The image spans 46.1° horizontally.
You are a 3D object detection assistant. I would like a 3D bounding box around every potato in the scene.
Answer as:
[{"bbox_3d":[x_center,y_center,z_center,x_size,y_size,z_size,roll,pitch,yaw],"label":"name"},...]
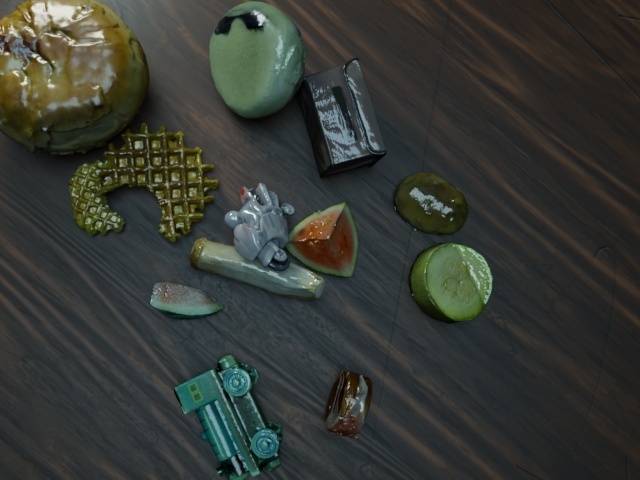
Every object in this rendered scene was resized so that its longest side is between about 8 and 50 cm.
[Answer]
[{"bbox_3d":[0.292,-0.096,1.960,0.200,0.081,0.164,27,82,1],"label":"potato"}]

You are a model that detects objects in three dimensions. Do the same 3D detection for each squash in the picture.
[{"bbox_3d":[0.345,0.101,1.921,0.220,0.133,0.220,2,78,-9],"label":"squash"}]

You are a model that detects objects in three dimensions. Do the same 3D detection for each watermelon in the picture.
[{"bbox_3d":[0.002,0.002,1.919,0.145,0.137,0.193,-8,82,29],"label":"watermelon"},{"bbox_3d":[-0.337,0.158,1.880,0.180,0.081,0.094,22,65,-18],"label":"watermelon"}]

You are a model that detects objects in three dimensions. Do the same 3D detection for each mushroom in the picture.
[{"bbox_3d":[-0.160,0.074,1.875,0.351,0.123,0.095,15,93,2],"label":"mushroom"}]

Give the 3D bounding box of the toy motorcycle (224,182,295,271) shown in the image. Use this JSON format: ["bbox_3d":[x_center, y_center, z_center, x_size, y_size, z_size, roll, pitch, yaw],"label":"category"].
[{"bbox_3d":[-0.156,-0.038,1.849,0.171,0.110,0.260,16,44,-29],"label":"toy motorcycle"}]

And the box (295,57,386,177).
[{"bbox_3d":[0.047,-0.303,1.913,0.153,0.188,0.252,-16,87,-9],"label":"box"}]

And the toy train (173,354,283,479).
[{"bbox_3d":[-0.215,0.439,1.834,0.194,0.120,0.298,-25,86,0],"label":"toy train"}]

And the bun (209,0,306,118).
[{"bbox_3d":[-0.137,-0.454,1.903,0.187,0.293,0.293,-14,83,-42],"label":"bun"}]

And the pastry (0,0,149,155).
[{"bbox_3d":[-0.619,-0.396,1.830,0.409,0.245,0.409,0,81,-3],"label":"pastry"}]

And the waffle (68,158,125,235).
[{"bbox_3d":[-0.557,-0.111,1.900,0.149,0.051,0.194,-12,84,-5],"label":"waffle"}]

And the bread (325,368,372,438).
[{"bbox_3d":[0.069,0.401,1.840,0.073,0.160,0.160,19,82,-12],"label":"bread"}]

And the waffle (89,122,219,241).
[{"bbox_3d":[-0.407,-0.157,1.897,0.293,0.069,0.260,36,73,-11],"label":"waffle"}]
